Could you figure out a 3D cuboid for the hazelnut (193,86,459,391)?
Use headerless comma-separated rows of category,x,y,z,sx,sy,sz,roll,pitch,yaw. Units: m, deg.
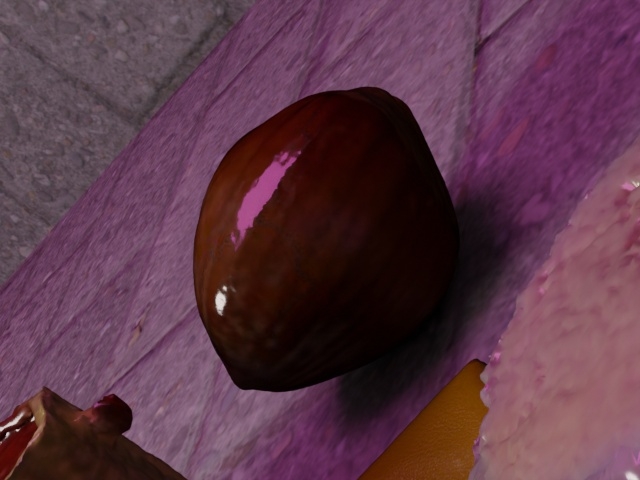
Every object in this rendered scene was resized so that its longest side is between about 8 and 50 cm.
hazelnut,-0.003,-0.002,0.824,0.181,0.212,0.181,-24,70,12

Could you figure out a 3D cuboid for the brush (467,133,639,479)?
brush,0.121,0.085,0.389,0.267,0.166,0.174,-46,19,30

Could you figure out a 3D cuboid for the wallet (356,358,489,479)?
wallet,0.027,0.179,0.610,0.241,0.067,0.141,-50,20,9

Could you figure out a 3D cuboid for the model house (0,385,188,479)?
model house,-0.166,0.231,0.797,0.254,0.196,0.160,-51,18,5
